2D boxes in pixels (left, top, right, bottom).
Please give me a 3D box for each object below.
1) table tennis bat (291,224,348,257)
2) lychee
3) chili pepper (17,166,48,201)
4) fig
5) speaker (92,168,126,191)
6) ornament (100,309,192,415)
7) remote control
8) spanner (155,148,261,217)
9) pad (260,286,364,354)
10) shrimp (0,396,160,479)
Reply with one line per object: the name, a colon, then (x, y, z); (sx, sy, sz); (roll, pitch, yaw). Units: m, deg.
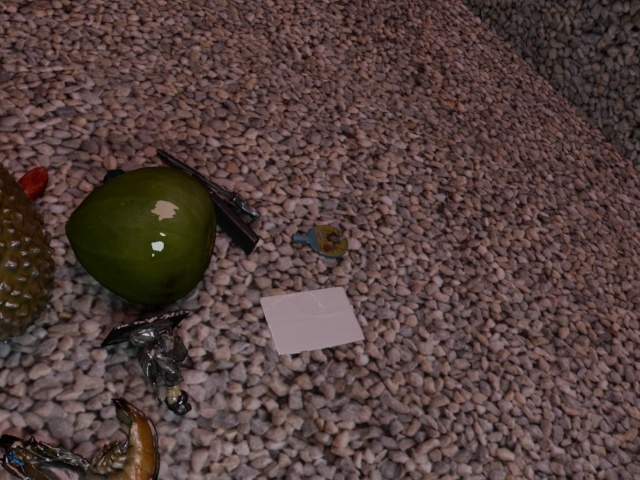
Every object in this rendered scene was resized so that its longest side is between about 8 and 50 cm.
table tennis bat: (0.000, 0.000, 1.789); (0.155, 0.019, 0.100); (7, 53, -21)
lychee: (-0.684, 0.009, 1.261); (0.432, 0.380, 0.380); (37, 47, -14)
chili pepper: (-0.659, -0.113, 1.570); (0.059, 0.050, 0.191); (18, 37, -6)
fig: (-0.379, -0.013, 1.464); (0.316, 0.316, 0.316); (12, 50, -15)
speaker: (-0.490, -0.123, 1.644); (0.094, 0.060, 0.075); (-20, 63, -34)
ornament: (-0.322, 0.258, 1.382); (0.153, 0.166, 0.196); (-13, 75, -30)
remote control: (-0.244, -0.064, 1.703); (0.245, 0.063, 0.025); (43, 38, 14)
spanner: (-0.283, -0.147, 1.754); (0.325, 0.093, 0.026); (33, 83, 11)
pad: (-0.017, 0.186, 1.645); (0.232, 0.004, 0.156); (-6, 56, -27)
shrimp: (-0.430, 0.376, 1.283); (0.290, 0.054, 0.222); (23, 50, -10)
